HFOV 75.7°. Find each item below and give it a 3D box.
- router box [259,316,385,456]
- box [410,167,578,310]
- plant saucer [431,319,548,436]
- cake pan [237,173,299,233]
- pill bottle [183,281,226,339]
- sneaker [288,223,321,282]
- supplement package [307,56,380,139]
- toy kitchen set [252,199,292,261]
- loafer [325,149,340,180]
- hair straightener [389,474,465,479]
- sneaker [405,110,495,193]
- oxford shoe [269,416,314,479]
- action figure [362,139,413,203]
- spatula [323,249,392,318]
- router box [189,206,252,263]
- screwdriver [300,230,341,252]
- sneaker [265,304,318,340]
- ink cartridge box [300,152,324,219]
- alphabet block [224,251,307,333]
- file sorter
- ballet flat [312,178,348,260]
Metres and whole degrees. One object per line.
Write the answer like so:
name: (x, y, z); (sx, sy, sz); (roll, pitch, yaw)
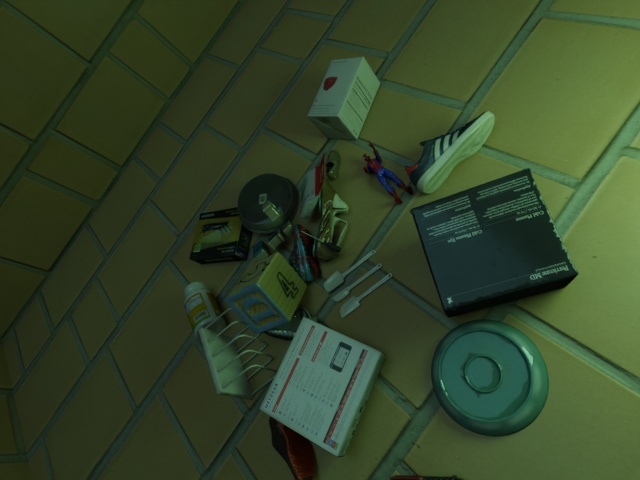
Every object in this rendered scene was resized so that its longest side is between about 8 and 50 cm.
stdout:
router box: (0.008, 0.463, 1.344); (0.300, 0.082, 0.336); (20, 74, 27)
box: (0.475, 0.019, 1.175); (0.342, 0.179, 0.313); (-18, 67, 16)
plant saucer: (0.462, 0.377, 1.161); (0.317, 0.043, 0.318); (-14, 62, 28)
cake pan: (-0.242, -0.176, 1.834); (0.292, 0.054, 0.294); (-5, 67, 13)
pill bottle: (-0.515, 0.300, 1.797); (0.136, 0.136, 0.246); (-44, 51, 9)
sneaker: (-0.090, 0.053, 1.648); (0.125, 0.104, 0.262); (-28, 55, 23)
supplement package: (0.103, -0.611, 1.782); (0.177, 0.175, 0.293); (13, 76, 38)
toy kitchen set: (-0.238, -0.045, 1.731); (0.207, 0.166, 0.122); (-41, 20, 6)
loafer: (0.051, -0.331, 1.767); (0.056, 0.050, 0.148); (-15, 61, 28)
hair straightener: (0.304, 0.692, 1.125); (0.230, 0.047, 0.089); (-15, 61, 23)
sneaker: (0.443, -0.335, 1.450); (0.350, 0.131, 0.148); (-44, 56, 10)
oxford shoe: (-0.100, 0.690, 1.376); (0.098, 0.096, 0.271); (-54, 41, 23)
action figure: (0.226, -0.270, 1.570); (0.091, 0.139, 0.280); (-42, 49, 9)
spatula: (0.134, 0.148, 1.506); (0.242, 0.019, 0.168); (-40, 51, 12)
router box: (-0.465, -0.022, 1.951); (0.308, 0.081, 0.243); (-7, 65, 32)
screwdriver: (0.000, 0.000, 1.542); (0.169, 0.025, 0.024); (27, 82, 2)
sneaker: (-0.107, 0.308, 1.562); (0.228, 0.086, 0.132); (2, 64, 24)
ink cartridge box: (-0.034, -0.224, 1.667); (0.056, 0.225, 0.181); (8, 49, -9)
alphabet block: (-0.198, 0.197, 1.537); (0.192, 0.194, 0.197); (-25, 22, 32)
file sorter: (-0.305, 0.425, 1.564); (0.173, 0.193, 0.278); (-39, 52, 9)
ballet flat: (0.047, -0.084, 1.627); (0.123, 0.116, 0.343); (1, 68, 13)
